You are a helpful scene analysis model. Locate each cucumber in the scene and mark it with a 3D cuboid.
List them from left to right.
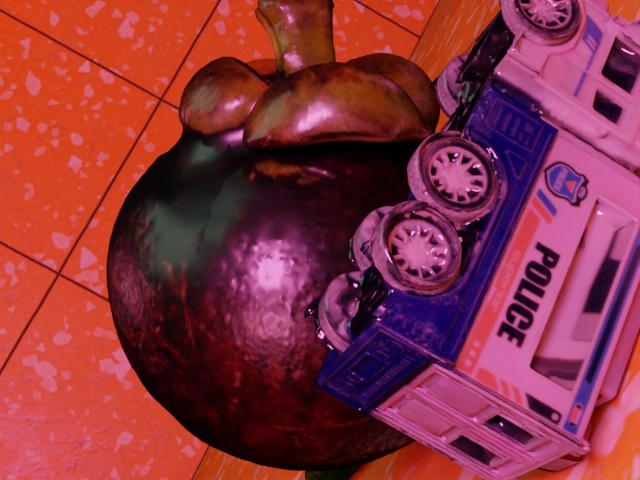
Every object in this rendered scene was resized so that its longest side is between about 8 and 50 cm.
[{"bbox_3d":[0.021,0.202,1.067,0.037,0.037,0.155,-65,4,-36],"label":"cucumber"}]

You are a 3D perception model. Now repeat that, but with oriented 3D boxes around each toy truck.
[{"bbox_3d":[0.115,-0.014,0.647,0.268,0.155,0.124,-61,4,-28],"label":"toy truck"}]

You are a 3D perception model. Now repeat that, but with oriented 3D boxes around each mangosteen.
[{"bbox_3d":[-0.004,0.012,0.858,0.330,0.330,0.330,-61,5,8],"label":"mangosteen"}]
